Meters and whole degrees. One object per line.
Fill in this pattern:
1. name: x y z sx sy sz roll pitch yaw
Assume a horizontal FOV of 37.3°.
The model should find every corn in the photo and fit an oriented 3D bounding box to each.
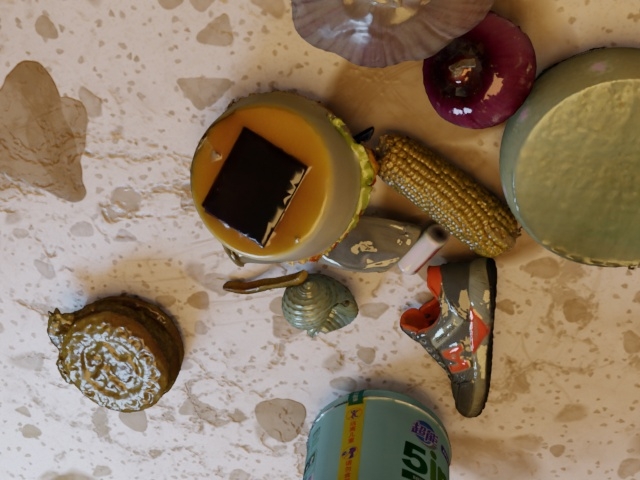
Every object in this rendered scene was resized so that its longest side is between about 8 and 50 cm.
1. corn: 0.209 -0.075 1.566 0.293 0.106 0.106 35 120 -15

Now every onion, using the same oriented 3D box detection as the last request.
1. onion: 0.232 -0.254 1.412 0.153 0.177 0.177 -16 126 -24

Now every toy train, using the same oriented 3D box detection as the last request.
1. toy train: 0.057 -0.163 1.579 0.083 0.017 0.017 -27 117 23

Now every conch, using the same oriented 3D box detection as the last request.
1. conch: -0.001 0.112 1.711 0.135 0.102 0.153 -8 164 6

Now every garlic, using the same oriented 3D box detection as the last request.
1. garlic: 0.096 -0.384 1.292 0.317 0.259 0.317 6 124 8

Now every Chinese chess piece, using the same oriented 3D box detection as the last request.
1. Chinese chess piece: 0.454 -0.128 1.473 0.349 0.146 0.349 3 122 5

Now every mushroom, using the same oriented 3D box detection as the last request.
1. mushroom: -0.001 -0.002 1.648 0.351 0.097 0.109 2 111 11

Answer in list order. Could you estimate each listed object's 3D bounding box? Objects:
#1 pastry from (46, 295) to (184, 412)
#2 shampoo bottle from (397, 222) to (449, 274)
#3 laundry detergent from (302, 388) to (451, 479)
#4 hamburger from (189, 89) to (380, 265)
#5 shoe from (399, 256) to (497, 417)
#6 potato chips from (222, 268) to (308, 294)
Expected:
1. pastry: -0.384 0.217 1.826 0.235 0.132 0.240 3 116 16
2. shampoo bottle: 0.174 0.020 1.648 0.043 0.072 0.099 45 120 8
3. laundry detergent: 0.104 0.456 1.794 0.287 0.305 0.287 3 123 5
4. hamburger: -0.066 -0.099 1.528 0.294 0.179 0.276 30 106 10
5. shoe: 0.227 0.179 1.715 0.171 0.132 0.336 4 121 11
6. potato chips: -0.095 0.076 1.706 0.204 0.026 0.037 -9 148 42
